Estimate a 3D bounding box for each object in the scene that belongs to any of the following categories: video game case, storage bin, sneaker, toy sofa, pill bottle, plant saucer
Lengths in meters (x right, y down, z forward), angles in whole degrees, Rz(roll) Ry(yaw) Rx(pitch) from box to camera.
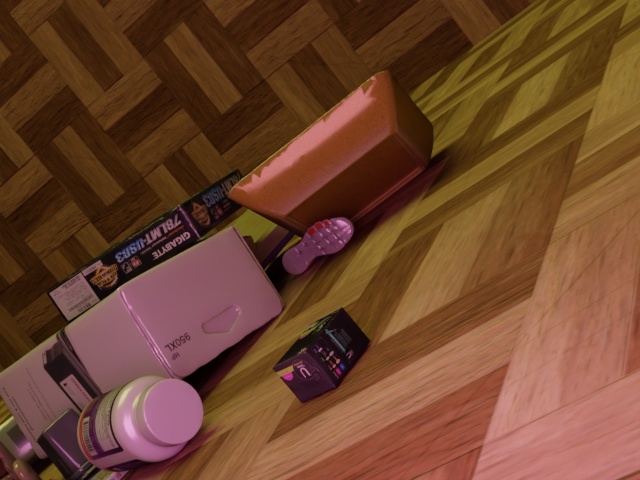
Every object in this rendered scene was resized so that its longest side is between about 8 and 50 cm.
[{"bbox_3d":[-0.277,0.307,1.453,0.166,0.015,0.119,-45,10,-36],"label":"video game case"},{"bbox_3d":[-0.369,0.307,1.524,0.098,0.091,0.135,-43,0,-26],"label":"storage bin"},{"bbox_3d":[0.000,0.000,1.798,0.158,0.061,0.065,-32,2,31],"label":"sneaker"},{"bbox_3d":[-0.114,0.011,2.031,0.150,0.177,0.362,-7,21,23],"label":"toy sofa"},{"bbox_3d":[-0.226,0.231,1.316,0.108,0.108,0.193,-44,10,-36],"label":"pill bottle"},{"bbox_3d":[0.046,-0.114,1.787,0.333,0.081,0.333,-38,-21,9],"label":"plant saucer"}]

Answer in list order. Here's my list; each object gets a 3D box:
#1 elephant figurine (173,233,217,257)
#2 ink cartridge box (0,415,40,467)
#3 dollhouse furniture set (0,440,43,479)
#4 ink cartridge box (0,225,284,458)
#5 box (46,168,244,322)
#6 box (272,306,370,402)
[{"bbox_3d":[-0.243,0.062,2.095,0.239,0.169,0.186,-10,24,-22],"label":"elephant figurine"},{"bbox_3d":[-0.490,0.342,2.104,0.308,0.091,0.385,-41,-8,-18],"label":"ink cartridge box"},{"bbox_3d":[-0.522,0.392,1.538,0.212,0.161,0.242,-38,8,3],"label":"dollhouse furniture set"},{"bbox_3d":[-0.293,0.164,1.666,0.395,0.166,0.285,-32,1,39],"label":"ink cartridge box"},{"bbox_3d":[-0.282,0.002,1.772,0.293,0.073,0.295,-29,8,19],"label":"box"},{"bbox_3d":[0.001,0.122,1.108,0.062,0.052,0.083,-33,11,45],"label":"box"}]
